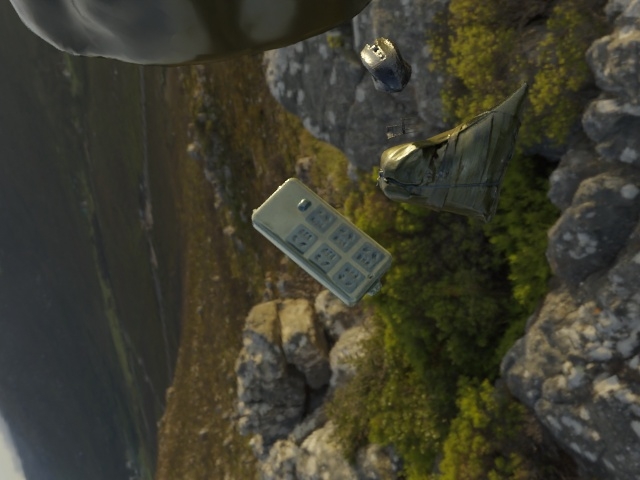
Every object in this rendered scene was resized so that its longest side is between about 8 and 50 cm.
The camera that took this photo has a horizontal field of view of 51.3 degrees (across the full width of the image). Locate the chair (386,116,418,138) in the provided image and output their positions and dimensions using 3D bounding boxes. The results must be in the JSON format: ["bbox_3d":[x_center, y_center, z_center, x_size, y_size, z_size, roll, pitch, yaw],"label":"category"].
[{"bbox_3d":[0.207,-0.290,1.711,0.042,0.086,0.037,39,-136,-66],"label":"chair"}]

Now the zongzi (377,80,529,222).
[{"bbox_3d":[0.249,-0.189,1.270,0.125,0.250,0.274,-107,28,-66],"label":"zongzi"}]

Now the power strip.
[{"bbox_3d":[0.000,0.000,1.182,0.270,0.118,0.046,39,164,14],"label":"power strip"}]

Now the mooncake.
[{"bbox_3d":[-0.111,-0.328,0.535,0.378,0.378,0.201,57,167,32],"label":"mooncake"}]

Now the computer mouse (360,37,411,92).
[{"bbox_3d":[0.123,-0.341,1.274,0.135,0.079,0.047,63,-173,27],"label":"computer mouse"}]
